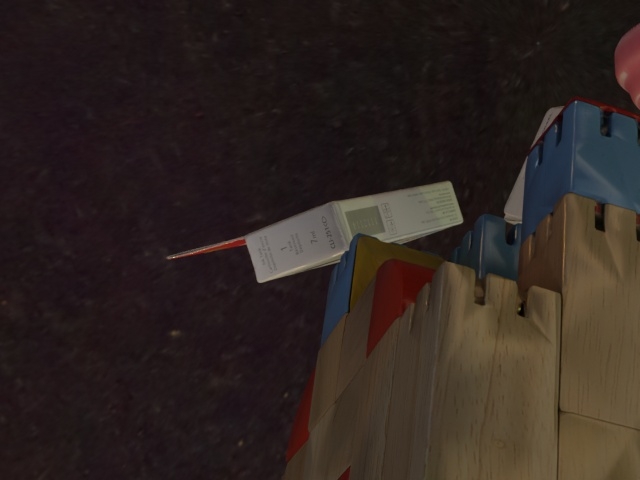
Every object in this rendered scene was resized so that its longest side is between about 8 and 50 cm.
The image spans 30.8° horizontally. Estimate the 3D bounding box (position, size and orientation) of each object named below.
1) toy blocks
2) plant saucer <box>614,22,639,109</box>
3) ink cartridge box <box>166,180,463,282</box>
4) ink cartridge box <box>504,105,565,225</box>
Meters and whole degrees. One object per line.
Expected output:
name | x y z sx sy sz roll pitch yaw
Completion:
toy blocks | 0.051 0.100 0.545 0.191 0.260 0.381 15 147 -9
plant saucer | 0.401 -0.122 0.907 0.332 0.332 0.084 -1 84 11
ink cartridge box | 0.000 0.000 1.466 0.261 0.296 0.066 -19 87 33
ink cartridge box | 0.338 -0.051 1.353 0.203 0.086 0.148 22 92 -7
